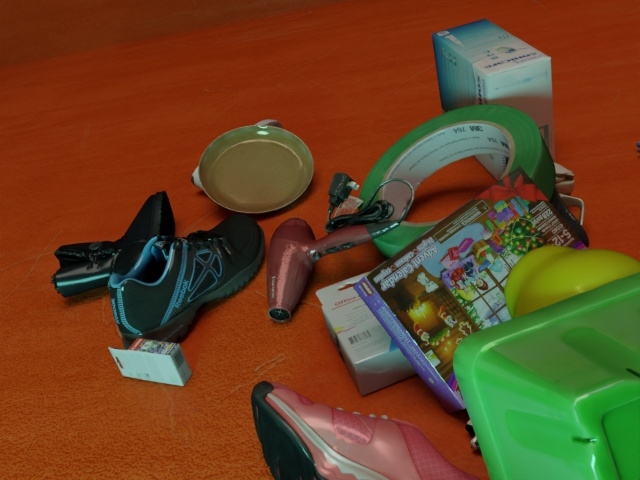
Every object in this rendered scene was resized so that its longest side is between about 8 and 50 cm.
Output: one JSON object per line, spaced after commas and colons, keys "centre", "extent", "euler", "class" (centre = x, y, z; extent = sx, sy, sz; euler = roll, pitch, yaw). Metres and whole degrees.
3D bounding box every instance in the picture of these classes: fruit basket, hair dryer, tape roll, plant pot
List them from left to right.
{"centre": [-0.131, -0.142, 1.470], "extent": [0.236, 0.032, 0.236], "euler": [0, 56, 0], "class": "plant pot"}
{"centre": [0.000, 0.000, 1.149], "extent": [0.294, 0.080, 0.223], "euler": [-54, 28, -9], "class": "hair dryer"}
{"centre": [0.217, -0.089, 1.179], "extent": [0.321, 0.077, 0.321], "euler": [-24, 38, 20], "class": "tape roll"}
{"centre": [0.320, 0.140, 0.739], "extent": [0.391, 0.283, 0.392], "euler": [-18, 1, 0], "class": "fruit basket"}

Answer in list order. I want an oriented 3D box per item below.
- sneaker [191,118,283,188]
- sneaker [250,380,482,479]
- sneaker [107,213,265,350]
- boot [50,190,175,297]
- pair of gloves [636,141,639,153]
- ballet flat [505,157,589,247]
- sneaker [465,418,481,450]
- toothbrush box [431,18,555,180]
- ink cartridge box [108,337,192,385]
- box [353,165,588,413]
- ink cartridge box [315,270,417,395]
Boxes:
{"centre": [-0.186, -0.197, 1.590], "extent": [0.091, 0.094, 0.258], "euler": [17, 44, 34], "class": "sneaker"}
{"centre": [0.047, 0.248, 0.814], "extent": [0.136, 0.116, 0.313], "euler": [-26, 39, -36], "class": "sneaker"}
{"centre": [-0.210, 0.037, 1.191], "extent": [0.125, 0.140, 0.341], "euler": [5, 35, 31], "class": "sneaker"}
{"centre": [-0.391, 0.002, 1.359], "extent": [0.207, 0.094, 0.247], "euler": [-9, 38, 2], "class": "boot"}
{"centre": [0.649, -0.143, 1.241], "extent": [0.159, 0.023, 0.198], "euler": [-8, 32, 11], "class": "pair of gloves"}
{"centre": [0.375, -0.067, 1.177], "extent": [0.096, 0.095, 0.281], "euler": [-1, 43, 3], "class": "ballet flat"}
{"centre": [0.190, 0.214, 0.855], "extent": [0.036, 0.032, 0.083], "euler": [-8, 32, 10], "class": "sneaker"}
{"centre": [0.334, -0.284, 1.404], "extent": [0.126, 0.216, 0.296], "euler": [-16, 31, -2], "class": "toothbrush box"}
{"centre": [-0.252, 0.177, 1.059], "extent": [0.115, 0.063, 0.029], "euler": [3, 37, 26], "class": "ink cartridge box"}
{"centre": [0.217, 0.056, 0.939], "extent": [0.293, 0.201, 0.057], "euler": [-34, -8, -23], "class": "box"}
{"centre": [0.070, 0.124, 1.015], "extent": [0.104, 0.062, 0.181], "euler": [-19, 33, -8], "class": "ink cartridge box"}
